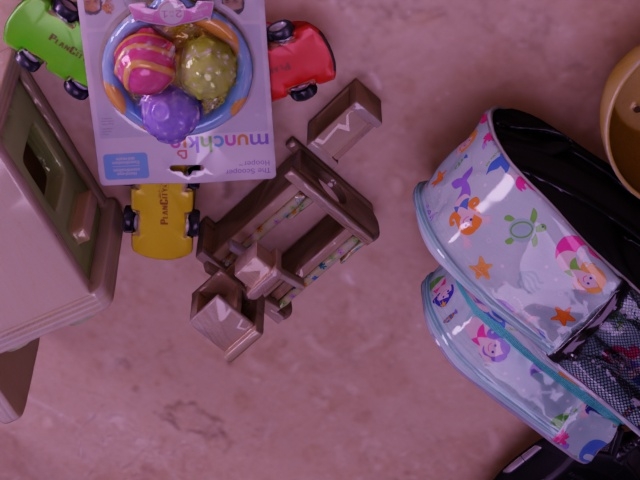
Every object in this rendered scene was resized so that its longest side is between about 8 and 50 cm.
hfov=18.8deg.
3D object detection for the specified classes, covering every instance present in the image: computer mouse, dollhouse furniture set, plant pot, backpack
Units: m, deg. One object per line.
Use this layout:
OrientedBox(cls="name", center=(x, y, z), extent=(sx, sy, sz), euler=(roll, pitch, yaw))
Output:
OrientedBox(cls="computer mouse", center=(0.251, 0.199, 1.673), extent=(0.184, 0.060, 0.262), euler=(22, 123, -33))
OrientedBox(cls="dollhouse furniture set", center=(0.000, 0.000, 1.489), extent=(0.101, 0.161, 0.182), euler=(40, 114, -21))
OrientedBox(cls="plant pot", center=(0.265, -0.101, 1.461), extent=(0.134, 0.095, 0.134), euler=(-4, 112, -9))
OrientedBox(cls="backpack", center=(0.180, 0.026, 1.471), extent=(0.191, 0.225, 0.253), euler=(-42, 108, 16))

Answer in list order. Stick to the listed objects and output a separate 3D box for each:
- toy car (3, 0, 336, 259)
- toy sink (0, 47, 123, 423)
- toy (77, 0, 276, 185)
OrientedBox(cls="toy car", center=(-0.136, -0.122, 1.481), extent=(0.225, 0.053, 0.239), euler=(32, 114, -17))
OrientedBox(cls="toy sink", center=(-0.236, -0.003, 1.494), extent=(0.131, 0.153, 0.234), euler=(-22, 117, 12))
OrientedBox(cls="toy", center=(-0.108, -0.136, 1.410), extent=(0.137, 0.056, 0.237), euler=(-2, 119, 2))
